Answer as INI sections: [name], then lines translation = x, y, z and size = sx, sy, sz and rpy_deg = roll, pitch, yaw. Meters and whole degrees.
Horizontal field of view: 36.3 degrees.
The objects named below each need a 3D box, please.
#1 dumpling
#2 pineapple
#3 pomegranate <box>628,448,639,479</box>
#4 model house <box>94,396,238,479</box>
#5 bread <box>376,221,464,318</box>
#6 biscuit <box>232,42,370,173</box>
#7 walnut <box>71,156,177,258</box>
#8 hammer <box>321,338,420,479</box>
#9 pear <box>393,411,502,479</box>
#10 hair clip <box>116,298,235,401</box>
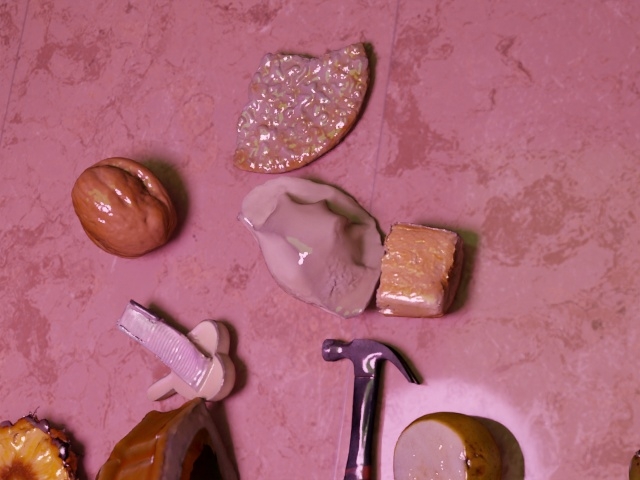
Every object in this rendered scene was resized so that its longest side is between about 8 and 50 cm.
[dumpling]
translation = 0.003, 0.003, 1.361
size = 0.166, 0.126, 0.216
rpy_deg = -39, 47, -17
[pineapple]
translation = -0.448, 0.373, 1.498
size = 0.224, 0.076, 0.225
rpy_deg = -6, 74, 21
[pomegranate]
translation = 0.403, 0.274, 1.136
size = 0.084, 0.073, 0.073
rpy_deg = 14, 83, -9
[model house]
translation = -0.244, 0.378, 1.372
size = 0.239, 0.173, 0.268
rpy_deg = -21, 44, 31
[bread]
translation = 0.132, 0.046, 1.304
size = 0.106, 0.082, 0.125
rpy_deg = 11, 73, 16
[biscuit]
translation = -0.035, -0.204, 1.459
size = 0.265, 0.040, 0.188
rpy_deg = -37, 66, 12
[walnut]
translation = -0.299, -0.049, 1.483
size = 0.149, 0.166, 0.166
rpy_deg = -49, 63, 17
[hammer]
translation = 0.059, 0.278, 1.307
size = 0.137, 0.037, 0.290
rpy_deg = -1, 77, 26
[pear]
translation = 0.166, 0.284, 1.222
size = 0.141, 0.104, 0.141
rpy_deg = -19, 64, 45
[hair clip]
translation = -0.212, 0.175, 1.439
size = 0.218, 0.071, 0.159
rpy_deg = 30, 98, 33
